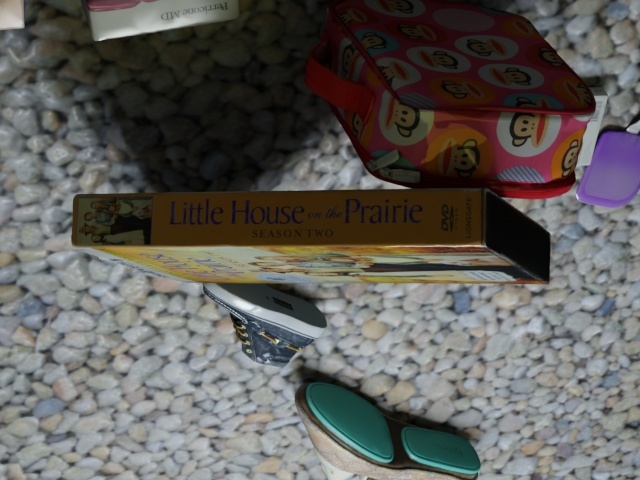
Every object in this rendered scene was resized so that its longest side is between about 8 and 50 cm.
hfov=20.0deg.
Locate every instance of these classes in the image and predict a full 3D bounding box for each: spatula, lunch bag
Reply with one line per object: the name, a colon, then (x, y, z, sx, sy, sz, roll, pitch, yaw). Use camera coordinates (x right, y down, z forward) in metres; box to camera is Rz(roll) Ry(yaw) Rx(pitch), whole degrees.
spatula: (0.388, -0.159, 2.070, 0.084, 0.030, 0.296, 11, 126, -27)
lunch bag: (0.112, -0.151, 1.809, 0.258, 0.293, 0.120, 3, 118, -17)

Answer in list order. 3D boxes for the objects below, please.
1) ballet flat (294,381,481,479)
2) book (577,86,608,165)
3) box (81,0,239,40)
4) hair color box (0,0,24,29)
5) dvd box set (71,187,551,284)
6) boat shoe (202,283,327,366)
ballet flat: (0.067, 0.274, 2.309, 0.316, 0.107, 0.106, 26, 126, -33)
book: (0.247, -0.127, 2.054, 0.144, 0.035, 0.096, -2, 128, -16)
box: (-0.162, -0.322, 1.685, 0.148, 0.127, 0.232, -11, 132, -9)
hair color box: (-0.363, -0.347, 1.615, 0.185, 0.110, 0.339, -7, 134, -13)
dvd box set: (0.000, 0.000, 1.850, 0.420, 0.062, 0.307, 0, 172, 18)
boat shoe: (-0.082, 0.094, 2.123, 0.183, 0.065, 0.083, 26, 117, -35)
